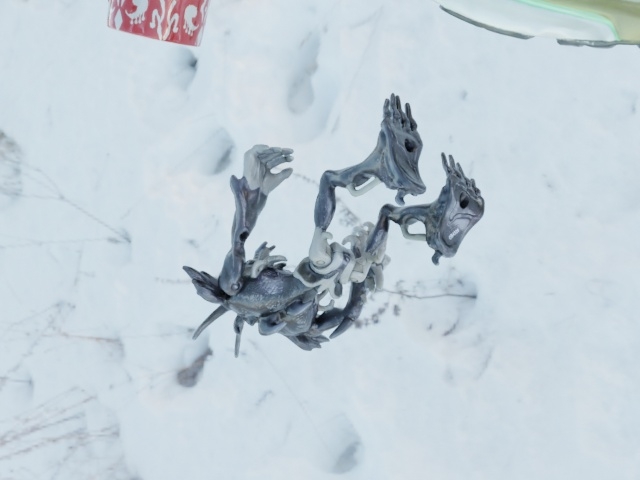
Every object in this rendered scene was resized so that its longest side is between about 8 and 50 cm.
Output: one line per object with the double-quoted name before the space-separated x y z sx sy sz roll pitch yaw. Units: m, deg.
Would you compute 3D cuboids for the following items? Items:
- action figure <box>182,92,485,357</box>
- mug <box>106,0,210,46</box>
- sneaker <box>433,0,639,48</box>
"action figure" 0.000 0.000 0.691 0.276 0.164 0.141 -33 34 36
"mug" -0.158 -0.283 0.790 0.150 0.113 0.169 21 107 33
"sneaker" 0.069 -0.240 0.411 0.410 0.158 0.182 30 131 7
